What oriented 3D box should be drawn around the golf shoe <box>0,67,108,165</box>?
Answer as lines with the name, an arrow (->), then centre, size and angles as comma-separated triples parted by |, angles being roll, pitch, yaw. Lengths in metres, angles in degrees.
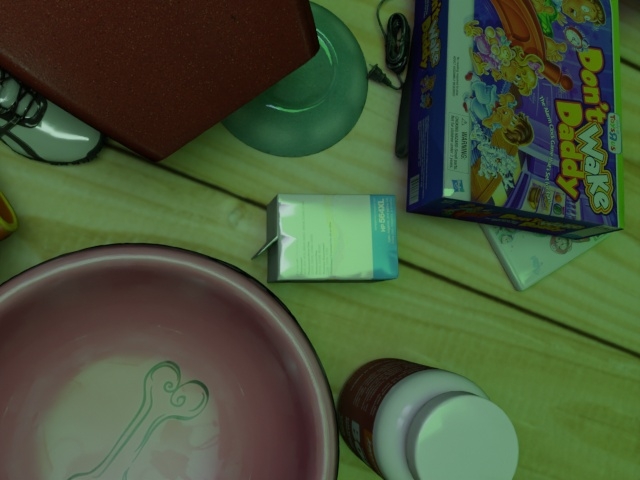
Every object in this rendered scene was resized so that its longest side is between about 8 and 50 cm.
golf shoe -> -0.311, -0.137, 0.620 | 0.198, 0.094, 0.077 | 24, 79, -10

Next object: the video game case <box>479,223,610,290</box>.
video game case -> 0.262, -0.040, 0.770 | 0.143, 0.019, 0.157 | -29, 91, -13

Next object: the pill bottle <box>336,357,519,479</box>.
pill bottle -> 0.096, 0.182, 0.610 | 0.121, 0.216, 0.121 | 1, 84, -12

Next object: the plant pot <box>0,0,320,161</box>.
plant pot -> -0.148, -0.234, 0.557 | 0.267, 0.267, 0.235 | -32, 122, 8

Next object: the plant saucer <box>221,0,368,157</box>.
plant saucer -> -0.034, -0.193, 0.714 | 0.195, 0.037, 0.194 | 1, 83, -12

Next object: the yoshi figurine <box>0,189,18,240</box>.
yoshi figurine -> -0.468, 0.021, 0.524 | 0.362, 0.203, 0.203 | -26, 70, -2

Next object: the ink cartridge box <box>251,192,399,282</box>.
ink cartridge box -> 0.000, 0.000, 0.672 | 0.143, 0.092, 0.089 | 1, 84, -13

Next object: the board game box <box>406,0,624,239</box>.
board game box -> 0.224, -0.189, 0.717 | 0.234, 0.078, 0.346 | 8, 78, -20

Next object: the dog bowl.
dog bowl -> -0.164, 0.185, 0.558 | 0.408, 0.150, 0.407 | 4, 74, -12

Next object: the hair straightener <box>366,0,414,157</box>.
hair straightener -> 0.101, -0.207, 0.735 | 0.089, 0.047, 0.230 | 4, 84, -16
